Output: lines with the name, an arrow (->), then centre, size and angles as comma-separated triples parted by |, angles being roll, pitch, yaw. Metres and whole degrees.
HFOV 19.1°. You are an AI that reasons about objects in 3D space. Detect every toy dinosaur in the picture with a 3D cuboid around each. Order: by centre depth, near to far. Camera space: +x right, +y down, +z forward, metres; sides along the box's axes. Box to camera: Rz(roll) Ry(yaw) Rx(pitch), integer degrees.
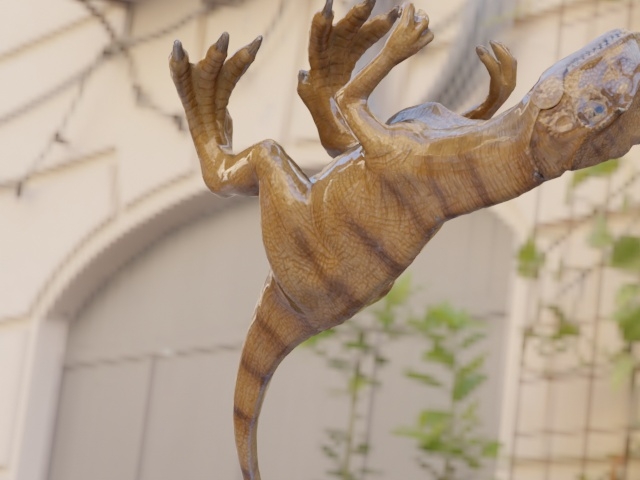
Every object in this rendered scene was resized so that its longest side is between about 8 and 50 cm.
toy dinosaur -> 0.000, 0.000, 0.506 | 0.064, 0.112, 0.211 | -4, -29, -36
